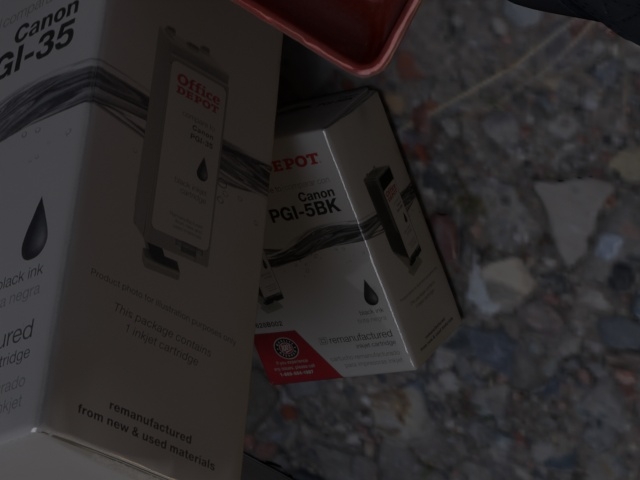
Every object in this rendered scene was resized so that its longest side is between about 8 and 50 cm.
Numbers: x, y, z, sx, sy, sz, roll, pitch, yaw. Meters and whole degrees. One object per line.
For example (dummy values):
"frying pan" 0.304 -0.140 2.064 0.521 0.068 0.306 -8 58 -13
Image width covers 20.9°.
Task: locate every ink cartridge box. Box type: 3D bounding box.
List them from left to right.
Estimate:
"ink cartridge box" -0.135 0.001 0.824 0.207 0.283 0.117 -21 142 38
"ink cartridge box" 0.000 0.000 0.890 0.099 0.056 0.135 -10 110 37

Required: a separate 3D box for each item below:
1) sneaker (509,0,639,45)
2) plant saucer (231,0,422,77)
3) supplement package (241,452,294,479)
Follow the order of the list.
"sneaker" 0.211 -0.087 0.665 0.321 0.126 0.127 2 110 30
"plant saucer" -0.017 -0.243 0.740 0.258 0.048 0.259 33 111 13
"supplement package" -0.074 0.281 0.955 0.198 0.263 0.199 26 126 19
